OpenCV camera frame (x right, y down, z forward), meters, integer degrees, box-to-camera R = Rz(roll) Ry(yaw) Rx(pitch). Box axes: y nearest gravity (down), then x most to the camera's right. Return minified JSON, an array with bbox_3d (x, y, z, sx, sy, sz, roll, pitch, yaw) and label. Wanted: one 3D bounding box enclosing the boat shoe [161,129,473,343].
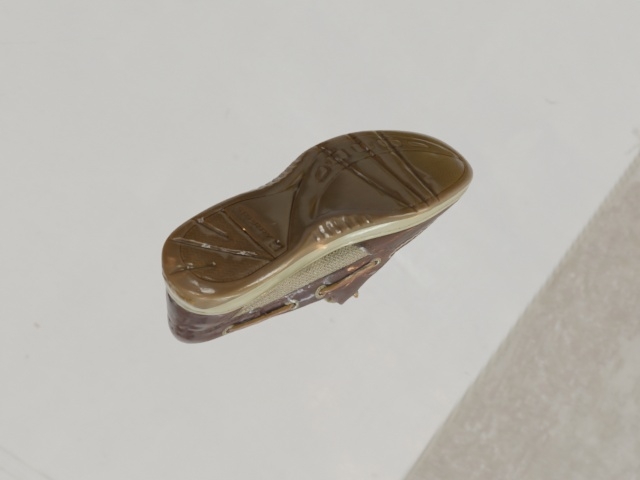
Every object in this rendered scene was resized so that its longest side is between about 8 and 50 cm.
[{"bbox_3d":[0.000,0.000,0.935,0.342,0.123,0.123,-29,149,-31],"label":"boat shoe"}]
